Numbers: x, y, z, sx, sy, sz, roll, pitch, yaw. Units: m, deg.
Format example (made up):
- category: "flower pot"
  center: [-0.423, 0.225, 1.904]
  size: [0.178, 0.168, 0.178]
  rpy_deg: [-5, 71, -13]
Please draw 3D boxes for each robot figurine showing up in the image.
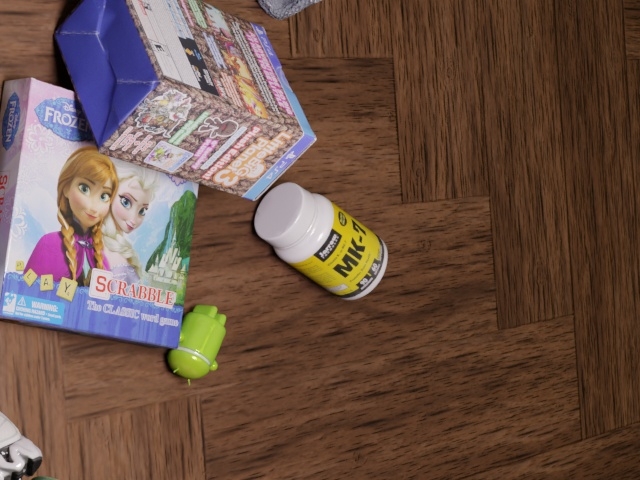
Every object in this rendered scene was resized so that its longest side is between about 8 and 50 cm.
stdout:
- category: "robot figurine"
  center: [-0.180, 0.150, 2.243]
  size: [0.101, 0.067, 0.115]
  rpy_deg: [47, 56, -45]

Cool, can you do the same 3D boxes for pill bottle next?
- category: "pill bottle"
  center: [0.000, 0.000, 2.405]
  size: [0.208, 0.119, 0.119]
  rpy_deg: [35, 64, -41]

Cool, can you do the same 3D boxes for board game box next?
- category: "board game box"
  center: [-0.309, -0.029, 2.109]
  size: [0.319, 0.066, 0.318]
  rpy_deg: [14, 78, -47]
- category: "board game box"
  center: [-0.185, -0.212, 2.117]
  size: [0.291, 0.141, 0.232]
  rpy_deg: [17, 39, -45]

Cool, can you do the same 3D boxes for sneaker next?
- category: "sneaker"
  center: [-0.489, 0.308, 1.893]
  size: [0.292, 0.110, 0.118]
  rpy_deg: [-32, 76, -32]

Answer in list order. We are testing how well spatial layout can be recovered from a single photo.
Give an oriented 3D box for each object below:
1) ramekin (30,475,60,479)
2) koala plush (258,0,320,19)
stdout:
- category: "ramekin"
  center: [-0.298, 0.453, 1.947]
  size: [0.148, 0.303, 0.303]
  rpy_deg: [-49, 123, -27]
- category: "koala plush"
  center: [-0.031, -0.490, 2.351]
  size: [0.221, 0.203, 0.196]
  rpy_deg: [53, 52, -17]
